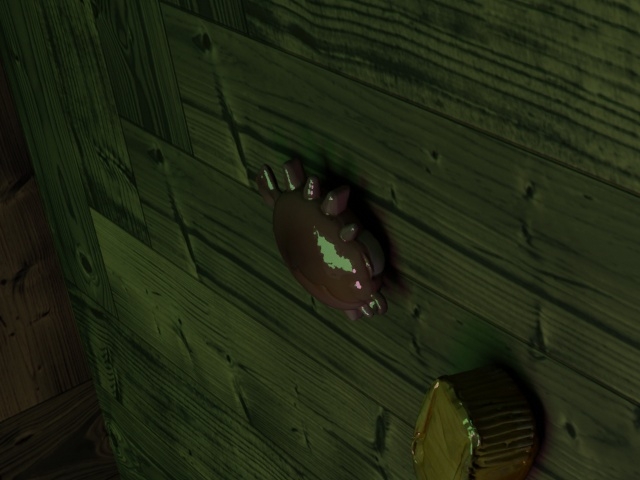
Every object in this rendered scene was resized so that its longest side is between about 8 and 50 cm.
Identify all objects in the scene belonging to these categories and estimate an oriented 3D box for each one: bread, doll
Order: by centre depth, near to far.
[{"bbox_3d":[0.180,0.232,1.765,0.132,0.114,0.190,60,147,34],"label":"bread"},{"bbox_3d":[0.000,0.000,1.918,0.262,0.093,0.211,45,151,35],"label":"doll"}]
